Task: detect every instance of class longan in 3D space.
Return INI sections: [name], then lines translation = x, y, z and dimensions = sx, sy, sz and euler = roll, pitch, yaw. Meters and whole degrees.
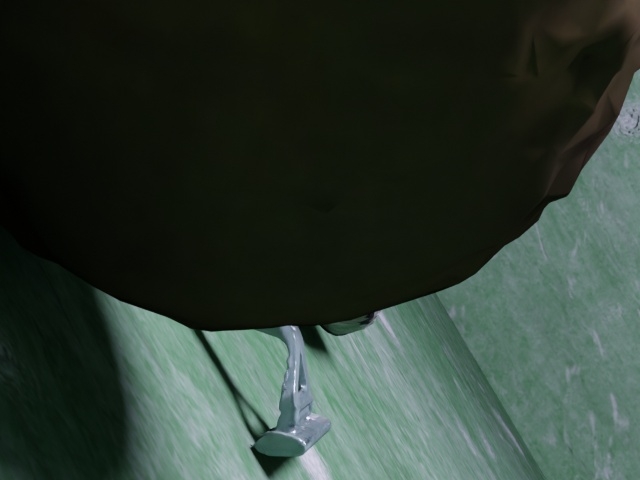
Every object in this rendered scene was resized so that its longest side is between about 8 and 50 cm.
[longan]
translation = -0.029, -0.172, 0.896
dimensions = 0.404, 0.404, 0.436
euler = 51, 32, -44

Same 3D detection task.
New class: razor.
[razor]
translation = -0.075, 0.011, 1.175
dimensions = 0.278, 0.056, 0.111
euler = 58, 8, 3

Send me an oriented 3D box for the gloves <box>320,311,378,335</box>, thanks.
[gloves]
translation = -0.008, 0.000, 1.511
dimensions = 0.212, 0.111, 0.128
euler = 53, 32, -52
